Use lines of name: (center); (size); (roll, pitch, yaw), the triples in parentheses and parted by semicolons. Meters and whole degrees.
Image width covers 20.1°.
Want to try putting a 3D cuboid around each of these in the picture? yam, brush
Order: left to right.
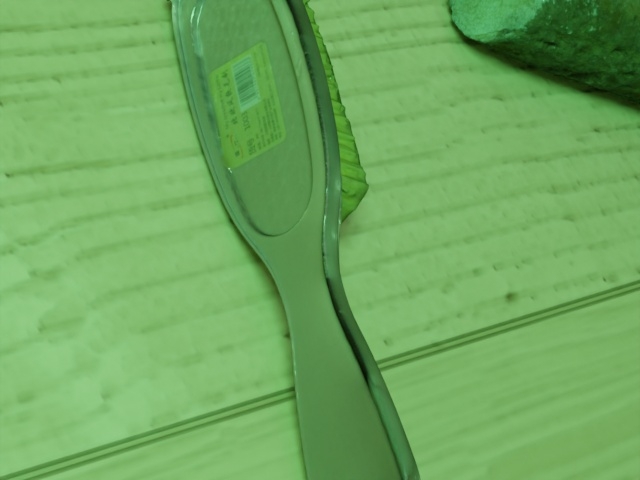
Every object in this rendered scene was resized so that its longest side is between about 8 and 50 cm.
brush: (0.002, -0.001, 0.809); (0.067, 0.072, 0.313); (15, 51, -47)
yam: (0.164, -0.121, 1.010); (0.179, 0.078, 0.078); (16, 51, -30)
